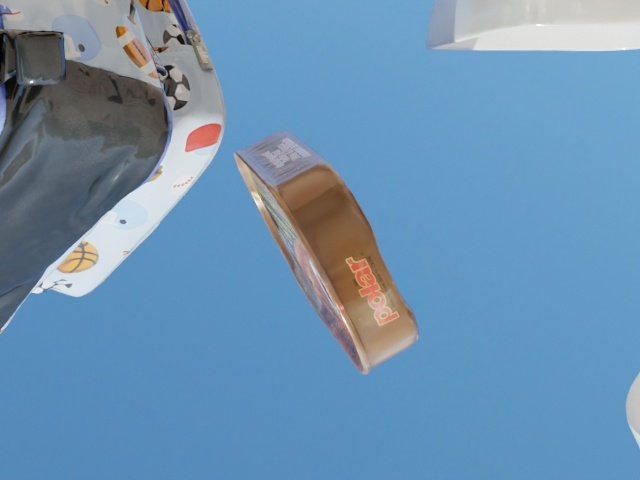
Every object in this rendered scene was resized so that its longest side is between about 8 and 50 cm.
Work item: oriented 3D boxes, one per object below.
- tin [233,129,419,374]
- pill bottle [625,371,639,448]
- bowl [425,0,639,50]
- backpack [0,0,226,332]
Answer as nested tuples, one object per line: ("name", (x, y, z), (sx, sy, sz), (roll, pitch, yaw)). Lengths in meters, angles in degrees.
("tin", (0.000, 0.000, 0.645), (0.040, 0.106, 0.190), (-32, -161, -4))
("pill bottle", (0.242, 0.151, 0.669), (0.117, 0.208, 0.117), (-25, -153, 14))
("bowl", (0.133, -0.125, 0.630), (0.142, 0.053, 0.142), (-2, -177, -17))
("backpack", (-0.194, -0.099, 0.715), (0.213, 0.276, 0.263), (4, -126, -49))
